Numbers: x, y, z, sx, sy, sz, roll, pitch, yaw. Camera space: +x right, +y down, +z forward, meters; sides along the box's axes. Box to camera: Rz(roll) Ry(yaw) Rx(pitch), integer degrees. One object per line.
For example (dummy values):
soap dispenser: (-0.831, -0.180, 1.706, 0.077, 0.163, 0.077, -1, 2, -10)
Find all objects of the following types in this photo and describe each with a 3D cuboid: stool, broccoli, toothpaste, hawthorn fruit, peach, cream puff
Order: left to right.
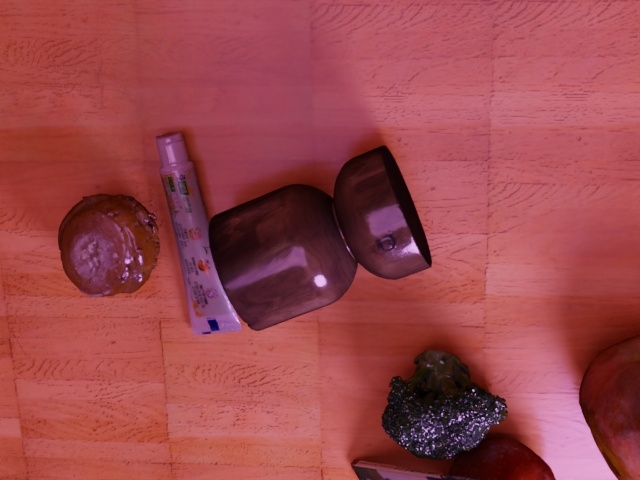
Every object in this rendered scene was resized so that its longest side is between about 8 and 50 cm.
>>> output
cream puff: (-0.302, 0.006, 1.300, 0.165, 0.115, 0.150, -37, 92, 24)
toothpaste: (-0.187, -0.004, 1.319, 0.056, 0.058, 0.315, -23, 112, -32)
stool: (0.000, 0.000, 1.230, 0.264, 0.179, 0.179, -21, 102, 13)
broccoli: (0.179, 0.241, 1.290, 0.195, 0.195, 0.156, 11, 69, 4)
hawthorn fruit: (0.271, 0.380, 1.310, 0.172, 0.173, 0.173, 2, 106, 6)
peach: (0.470, 0.255, 1.235, 0.214, 0.214, 0.236, -8, 112, 9)

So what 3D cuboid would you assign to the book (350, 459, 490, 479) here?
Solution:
book: (0.188, 0.427, 1.298, 0.018, 0.322, 0.228, -36, 102, -30)
